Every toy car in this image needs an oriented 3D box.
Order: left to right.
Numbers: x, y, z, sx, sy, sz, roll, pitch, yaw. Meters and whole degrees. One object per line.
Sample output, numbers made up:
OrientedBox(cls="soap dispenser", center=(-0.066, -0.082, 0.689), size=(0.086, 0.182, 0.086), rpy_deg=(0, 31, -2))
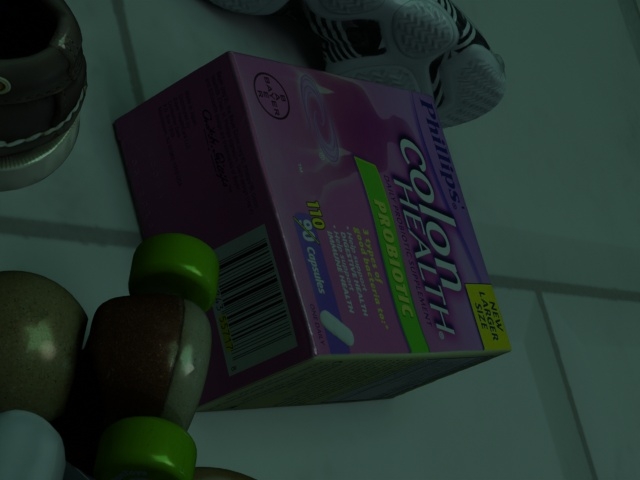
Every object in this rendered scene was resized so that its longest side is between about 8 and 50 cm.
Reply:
OrientedBox(cls="toy car", center=(-0.163, 0.072, 0.793), size=(0.188, 0.149, 0.155), rpy_deg=(16, 47, -13))

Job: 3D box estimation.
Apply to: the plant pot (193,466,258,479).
OrientedBox(cls="plant pot", center=(-0.041, 0.249, 0.889), size=(0.236, 0.032, 0.236), rpy_deg=(31, 46, -38))

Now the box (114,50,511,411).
OrientedBox(cls="box", center=(0.000, 0.000, 1.031), size=(0.243, 0.117, 0.213), rpy_deg=(5, 64, -53))

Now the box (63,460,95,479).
OrientedBox(cls="box", center=(-0.149, 0.254, 0.637), size=(0.165, 0.143, 0.270), rpy_deg=(41, 40, -31))

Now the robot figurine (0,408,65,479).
OrientedBox(cls="robot figurine", center=(-0.253, 0.092, 0.554), size=(0.300, 0.199, 0.353), rpy_deg=(12, 49, -4))

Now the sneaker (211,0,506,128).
OrientedBox(cls="sneaker", center=(0.025, -0.250, 1.210), size=(0.366, 0.137, 0.210), rpy_deg=(29, 49, -36))

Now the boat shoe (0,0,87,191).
OrientedBox(cls="boat shoe", center=(-0.257, -0.137, 0.676), size=(0.324, 0.096, 0.116), rpy_deg=(29, 58, 1))
